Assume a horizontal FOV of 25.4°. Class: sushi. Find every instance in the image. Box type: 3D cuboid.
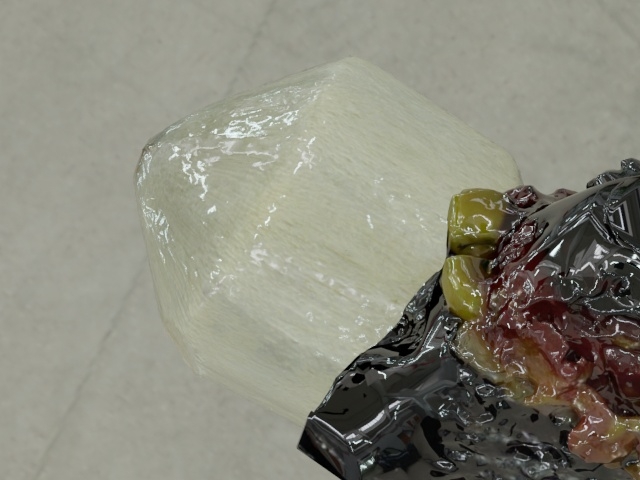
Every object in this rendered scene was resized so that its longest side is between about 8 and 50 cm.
[{"bbox_3d":[0.118,0.043,0.574,0.172,0.150,0.153,33,42,16],"label":"sushi"}]

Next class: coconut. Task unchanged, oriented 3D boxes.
[{"bbox_3d":[0.000,0.000,0.951,0.237,0.265,0.237,-58,10,17],"label":"coconut"}]
